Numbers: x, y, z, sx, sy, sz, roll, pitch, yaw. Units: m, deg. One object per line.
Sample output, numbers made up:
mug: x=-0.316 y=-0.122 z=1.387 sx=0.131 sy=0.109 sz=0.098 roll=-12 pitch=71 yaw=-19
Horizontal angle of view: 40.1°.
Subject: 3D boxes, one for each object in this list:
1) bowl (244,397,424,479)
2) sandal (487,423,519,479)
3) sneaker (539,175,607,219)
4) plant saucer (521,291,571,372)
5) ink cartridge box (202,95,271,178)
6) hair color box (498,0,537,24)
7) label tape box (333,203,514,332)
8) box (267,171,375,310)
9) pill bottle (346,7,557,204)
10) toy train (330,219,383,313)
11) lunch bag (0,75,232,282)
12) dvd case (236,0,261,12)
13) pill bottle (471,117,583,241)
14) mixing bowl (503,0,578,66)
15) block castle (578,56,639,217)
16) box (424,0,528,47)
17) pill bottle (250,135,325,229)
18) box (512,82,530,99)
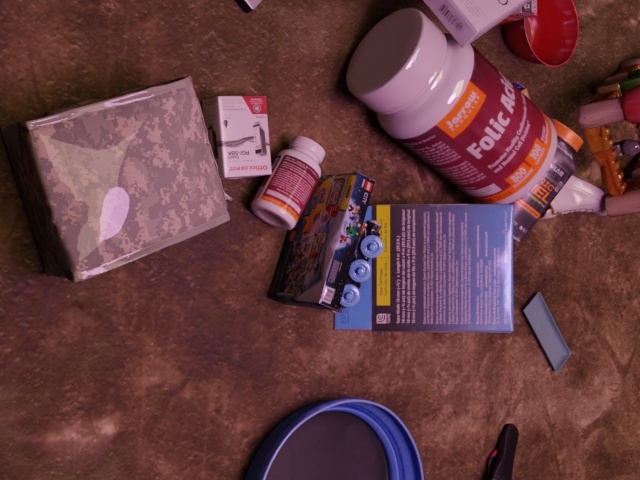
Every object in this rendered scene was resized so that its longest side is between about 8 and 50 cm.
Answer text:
bowl: x=0.022 y=0.478 z=1.594 sx=0.391 sy=0.077 sz=0.391 roll=-1 pitch=91 yaw=-37
sandal: x=0.389 y=0.481 z=1.900 sx=0.067 sy=0.040 sz=0.179 roll=49 pitch=49 yaw=-33
sneaker: x=0.531 y=-0.091 z=1.962 sx=0.290 sy=0.106 sz=0.123 roll=22 pitch=89 yaw=-28
plant saucer: x=0.512 y=0.209 z=1.995 sx=0.067 sy=0.018 sz=0.192 roll=-44 pitch=116 yaw=-28
ink cartridge box: x=-0.139 y=-0.172 z=1.470 sx=0.099 sy=0.056 sz=0.135 roll=-8 pitch=95 yaw=-37
hair color box: x=0.355 y=-0.485 z=1.766 sx=0.053 sy=0.167 sz=0.093 roll=-1 pitch=92 yaw=-37
label tape box: x=0.194 y=0.051 z=1.670 sx=0.333 sy=0.106 sz=0.241 roll=0 pitch=91 yaw=4
box: x=0.000 y=0.000 z=1.515 sx=0.044 sy=0.159 sz=0.233 roll=24 pitch=77 yaw=-33
pill bottle: x=0.249 y=-0.248 z=1.657 sx=0.392 sy=0.224 sz=0.224 roll=32 pitch=72 yaw=-33
toy train: x=0.040 y=0.037 z=1.581 sx=0.105 sy=0.080 sz=0.184 roll=25 pitch=94 yaw=-7
lunch bag: x=-0.286 y=-0.098 z=1.293 sx=0.287 sy=0.169 sz=0.235 roll=-22 pitch=104 yaw=-30
dvd case: x=-0.144 y=-0.534 z=1.477 sx=0.239 sy=0.029 sz=0.179 roll=47 pitch=65 yaw=-27
pill bottle: x=0.431 y=-0.129 z=1.803 sx=0.130 sy=0.130 sz=0.246 roll=31 pitch=98 yaw=-33
mixing bowl: x=0.462 y=-0.459 z=1.892 sx=0.181 sy=0.098 sz=0.181 roll=-1 pitch=91 yaw=-36
block castle: x=0.777 y=-0.254 z=1.993 sx=0.453 sy=0.213 sz=0.303 roll=-38 pitch=113 yaw=-49
box: x=0.290 y=-0.514 z=1.598 sx=0.322 sy=0.058 sz=0.232 roll=-39 pitch=89 yaw=-34
pill bottle: x=-0.052 y=-0.101 z=1.519 sx=0.086 sy=0.086 sz=0.152 roll=38 pitch=69 yaw=-31
box: x=0.417 y=-0.268 z=1.872 sx=0.028 sy=0.081 sz=0.136 roll=-33 pitch=110 yaw=-31
